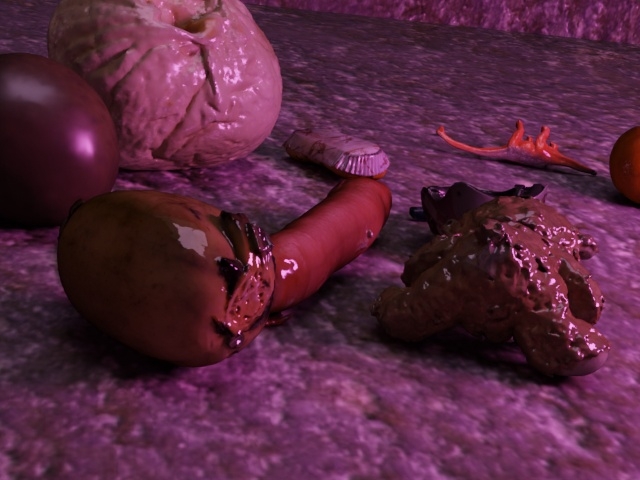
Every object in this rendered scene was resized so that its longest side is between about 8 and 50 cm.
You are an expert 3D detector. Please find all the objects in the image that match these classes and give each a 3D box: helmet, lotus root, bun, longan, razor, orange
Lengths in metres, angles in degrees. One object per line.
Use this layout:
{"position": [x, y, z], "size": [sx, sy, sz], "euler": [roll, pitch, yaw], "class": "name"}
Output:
{"position": [0.215, -0.025, 1.796], "size": [0.153, 0.107, 0.177], "euler": [-3, 2, -21], "class": "helmet"}
{"position": [-0.178, 0.024, 1.384], "size": [0.310, 0.183, 0.182], "euler": [21, 23, 40], "class": "lotus root"}
{"position": [-0.212, -0.266, 1.977], "size": [0.352, 0.227, 0.349], "euler": [43, 48, -5], "class": "bun"}
{"position": [-0.366, -0.121, 1.691], "size": [0.246, 0.215, 0.246], "euler": [46, 4, -5], "class": "longan"}
{"position": [0.218, -0.042, 1.954], "size": [0.190, 0.033, 0.066], "euler": [1, 19, -18], "class": "razor"}
{"position": [0.536, -0.114, 2.163], "size": [0.156, 0.124, 0.156], "euler": [23, 11, -5], "class": "orange"}

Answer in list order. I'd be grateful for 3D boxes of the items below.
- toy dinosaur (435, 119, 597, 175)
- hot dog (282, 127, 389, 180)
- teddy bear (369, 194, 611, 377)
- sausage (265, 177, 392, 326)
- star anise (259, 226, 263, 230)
{"position": [0.340, -0.162, 2.326], "size": [0.279, 0.055, 0.101], "euler": [16, 42, 15], "class": "toy dinosaur"}
{"position": [0.026, -0.134, 2.112], "size": [0.108, 0.059, 0.191], "euler": [-9, 23, -36], "class": "hot dog"}
{"position": [0.209, 0.034, 1.537], "size": [0.267, 0.156, 0.256], "euler": [11, 17, 14], "class": "teddy bear"}
{"position": [0.000, 0.000, 1.651], "size": [0.094, 0.094, 0.419], "euler": [41, 24, 5], "class": "sausage"}
{"position": [-0.155, -0.002, 1.648], "size": [0.157, 0.054, 0.212], "euler": [14, 17, 20], "class": "star anise"}
